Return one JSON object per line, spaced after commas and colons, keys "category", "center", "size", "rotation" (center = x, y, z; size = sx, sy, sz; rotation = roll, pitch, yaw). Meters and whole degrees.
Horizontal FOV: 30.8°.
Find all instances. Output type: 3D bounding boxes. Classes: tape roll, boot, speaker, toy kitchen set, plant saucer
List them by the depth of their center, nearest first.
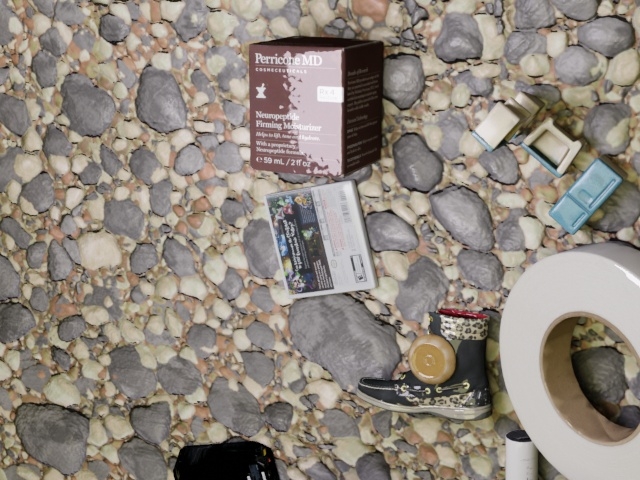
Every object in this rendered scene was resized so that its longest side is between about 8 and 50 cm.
{"category": "tape roll", "center": [0.427, 0.196, 1.727], "size": [0.392, 0.072, 0.391], "rotation": [27, 124, 48]}
{"category": "toy kitchen set", "center": [0.327, -0.107, 1.738], "size": [0.207, 0.166, 0.122], "rotation": [42, 117, 10]}
{"category": "plant saucer", "center": [0.178, 0.194, 1.886], "size": [0.083, 0.015, 0.083], "rotation": [3, 97, 26]}
{"category": "speaker", "center": [0.334, 0.385, 1.928], "size": [0.055, 0.055, 0.136], "rotation": [4, 105, 24]}
{"category": "boot", "center": [0.176, 0.199, 1.943], "size": [0.237, 0.085, 0.178], "rotation": [6, 101, 24]}

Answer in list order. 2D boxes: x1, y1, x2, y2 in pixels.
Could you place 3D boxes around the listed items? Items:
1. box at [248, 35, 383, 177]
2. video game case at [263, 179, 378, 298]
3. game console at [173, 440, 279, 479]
{"category": "box", "center": [-0.006, -0.218, 1.865], "size": [0.169, 0.167, 0.203], "rotation": [6, 106, 24]}
{"category": "video game case", "center": [0.000, 0.000, 2.004], "size": [0.173, 0.022, 0.190], "rotation": [-9, 101, 26]}
{"category": "game console", "center": [-0.153, 0.557, 2.213], "size": [0.213, 0.044, 0.361], "rotation": [-9, 99, 29]}
